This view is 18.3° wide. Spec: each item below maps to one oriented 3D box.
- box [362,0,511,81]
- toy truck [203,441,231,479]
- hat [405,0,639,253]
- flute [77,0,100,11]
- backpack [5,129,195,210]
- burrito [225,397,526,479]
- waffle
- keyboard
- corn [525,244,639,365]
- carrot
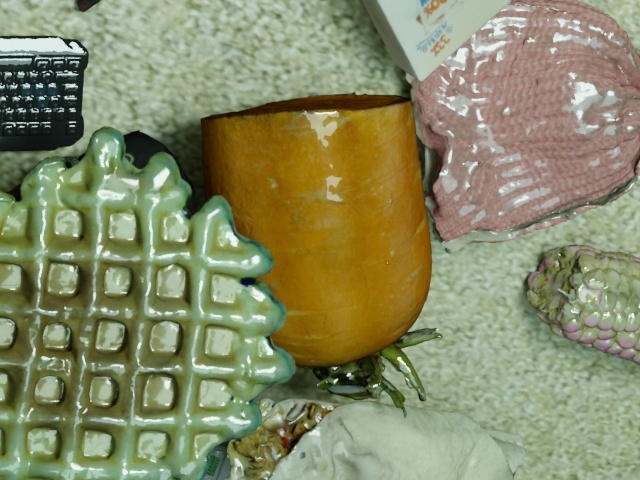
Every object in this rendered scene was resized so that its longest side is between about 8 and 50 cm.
[{"bbox_3d":[0.128,-0.307,1.670,0.273,0.048,0.265,-42,139,-9],"label":"box"},{"bbox_3d":[-0.145,0.276,1.879,0.125,0.101,0.242,13,109,-22],"label":"toy truck"},{"bbox_3d":[0.222,-0.121,1.822,0.286,0.107,0.237,-8,107,-3],"label":"hat"},{"bbox_3d":[-0.105,-0.253,1.611,0.269,0.014,0.014,-29,127,32],"label":"flute"},{"bbox_3d":[-0.195,-0.028,1.708,0.165,0.120,0.106,-41,123,-16],"label":"backpack"},{"bbox_3d":[0.063,0.207,1.887,0.392,0.076,0.117,14,103,-45],"label":"burrito"},{"bbox_3d":[-0.182,0.082,1.628,0.309,0.056,0.292,-43,104,-4],"label":"waffle"},{"bbox_3d":[-0.326,-0.121,1.670,0.262,0.016,0.106,-2,115,-20],"label":"keyboard"},{"bbox_3d":[0.365,0.080,1.971,0.335,0.126,0.127,20,106,-23],"label":"corn"},{"bbox_3d":[0.000,0.000,1.750,0.193,0.214,0.331,-7,115,3],"label":"carrot"}]
